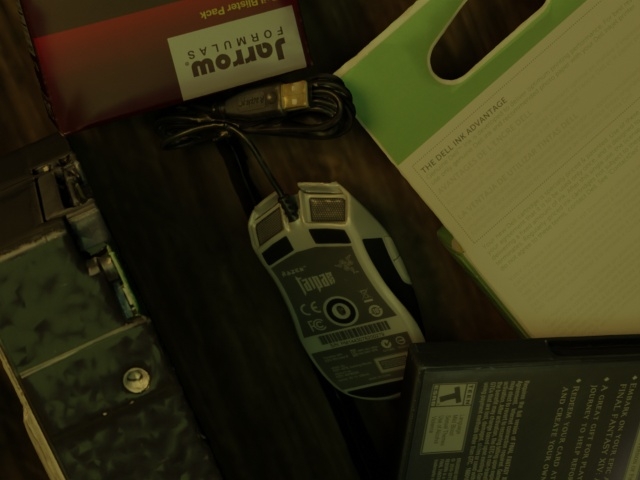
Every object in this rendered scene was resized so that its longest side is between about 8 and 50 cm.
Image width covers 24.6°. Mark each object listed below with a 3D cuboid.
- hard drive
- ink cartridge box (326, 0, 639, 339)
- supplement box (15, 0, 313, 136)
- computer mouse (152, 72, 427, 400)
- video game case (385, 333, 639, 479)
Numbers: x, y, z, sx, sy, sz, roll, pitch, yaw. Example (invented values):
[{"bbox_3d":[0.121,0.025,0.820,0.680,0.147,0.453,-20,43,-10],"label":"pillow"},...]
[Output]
[{"bbox_3d":[-0.069,0.126,0.676,0.064,0.237,0.339,-24,107,-8],"label":"hard drive"},{"bbox_3d":[0.131,-0.052,0.780,0.171,0.056,0.235,-41,106,-2],"label":"ink cartridge box"},{"bbox_3d":[-0.097,-0.183,0.691,0.130,0.073,0.239,-17,106,-10],"label":"supplement box"},{"bbox_3d":[0.000,0.000,0.759,0.106,0.042,0.193,-14,117,27],"label":"computer mouse"},{"bbox_3d":[0.169,0.135,0.809,0.274,0.026,0.196,-2,124,-14],"label":"video game case"}]
